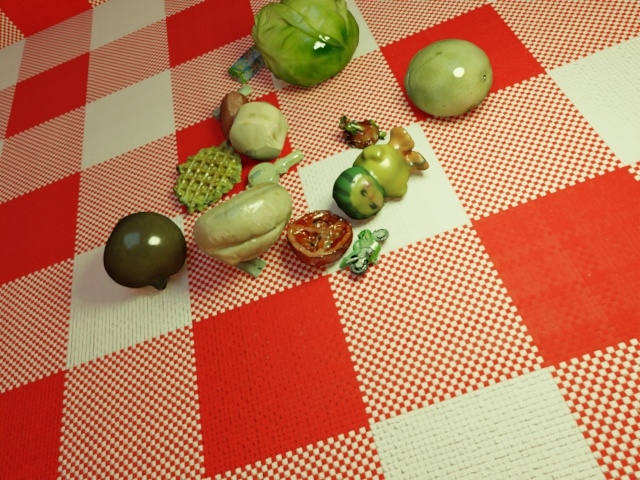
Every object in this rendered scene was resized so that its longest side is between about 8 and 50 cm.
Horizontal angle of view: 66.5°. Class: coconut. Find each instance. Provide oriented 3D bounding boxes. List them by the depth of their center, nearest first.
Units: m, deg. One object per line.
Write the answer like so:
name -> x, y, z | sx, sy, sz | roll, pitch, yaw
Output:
coconut -> -0.239, -0.419, 1.925 | 0.241, 0.241, 0.241 | -9, 57, 14

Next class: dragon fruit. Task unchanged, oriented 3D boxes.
dragon fruit -> 0.146, -0.410, 1.863 | 0.142, 0.175, 0.138 | -45, 38, 26

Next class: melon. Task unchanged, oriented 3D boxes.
melon -> 0.454, -0.581, 1.760 | 0.268, 0.268, 0.330 | -50, 35, -15

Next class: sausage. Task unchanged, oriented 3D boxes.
sausage -> -0.359, -0.530, 2.086 | 0.148, 0.148, 0.255 | -19, 58, 7

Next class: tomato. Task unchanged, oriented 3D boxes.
tomato -> 0.000, 0.004, 1.653 | 0.227, 0.101, 0.228 | -4, 47, 5

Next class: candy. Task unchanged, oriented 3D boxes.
candy -> -0.340, -0.835, 2.316 | 0.097, 0.062, 0.194 | 31, 73, 31

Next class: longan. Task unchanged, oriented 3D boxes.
longan -> -0.633, 0.042, 1.766 | 0.299, 0.243, 0.301 | 0, 90, -2

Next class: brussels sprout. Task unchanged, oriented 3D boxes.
brussels sprout -> -0.040, -0.837, 2.040 | 0.425, 0.342, 0.361 | -32, 53, -2

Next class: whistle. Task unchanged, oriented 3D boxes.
whistle -> -0.182, -0.274, 1.909 | 0.258, 0.067, 0.126 | -32, 55, -5

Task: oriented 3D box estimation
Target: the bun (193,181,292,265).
bun -> -0.252, -0.048, 1.653 | 0.365, 0.219, 0.365 | -27, 12, 6

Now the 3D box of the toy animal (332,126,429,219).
toy animal -> 0.186, -0.219, 1.676 | 0.338, 0.216, 0.191 | -44, 29, -7

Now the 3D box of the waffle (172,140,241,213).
waffle -> -0.457, -0.263, 1.994 | 0.317, 0.073, 0.297 | -29, 55, 3

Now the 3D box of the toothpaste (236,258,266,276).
toothpaste -> -0.308, 0.063, 1.758 | 0.255, 0.037, 0.067 | 20, 62, 25

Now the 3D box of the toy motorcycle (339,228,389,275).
toy motorcycle -> 0.145, 0.028, 1.604 | 0.106, 0.074, 0.190 | 22, 67, 36

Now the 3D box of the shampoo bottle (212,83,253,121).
shampoo bottle -> -0.398, -0.623, 2.207 | 0.212, 0.049, 0.072 | -43, 30, -9
